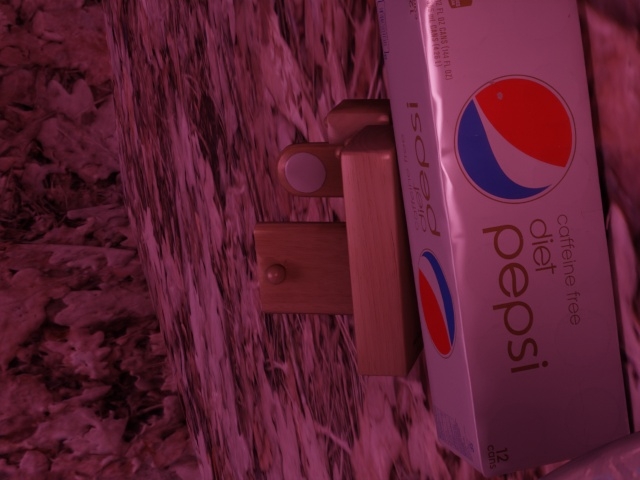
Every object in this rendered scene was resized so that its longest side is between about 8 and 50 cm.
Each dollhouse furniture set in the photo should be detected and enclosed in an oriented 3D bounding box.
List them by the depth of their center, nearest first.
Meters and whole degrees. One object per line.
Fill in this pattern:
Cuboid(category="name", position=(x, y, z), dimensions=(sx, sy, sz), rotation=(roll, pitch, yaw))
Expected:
Cuboid(category="dollhouse furniture set", position=(0.000, 0.000, 0.780), dimensions=(0.151, 0.123, 0.144), rotation=(-51, -41, -64))

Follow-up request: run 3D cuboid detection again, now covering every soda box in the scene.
Cuboid(category="soda box", position=(0.081, -0.011, 0.655), dimensions=(0.069, 0.074, 0.216), rotation=(-154, 55, -75))

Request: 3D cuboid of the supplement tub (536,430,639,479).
Cuboid(category="supplement tub", position=(0.133, 0.204, 0.262), dimensions=(0.338, 0.207, 0.207), rotation=(-116, 20, -56))
